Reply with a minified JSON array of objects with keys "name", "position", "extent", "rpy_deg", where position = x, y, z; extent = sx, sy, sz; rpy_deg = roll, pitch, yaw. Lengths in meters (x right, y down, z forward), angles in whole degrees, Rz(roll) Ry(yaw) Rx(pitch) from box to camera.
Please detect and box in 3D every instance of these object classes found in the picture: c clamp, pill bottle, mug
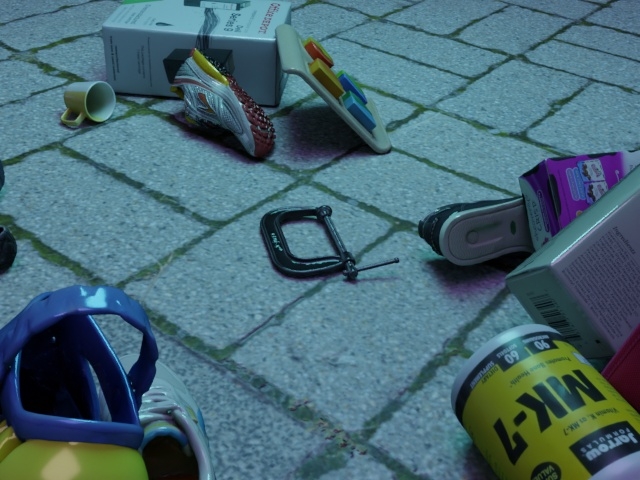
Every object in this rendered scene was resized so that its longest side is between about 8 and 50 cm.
[{"name":"c clamp","position":[0.000,0.000,0.912],"extent":[0.137,0.022,0.161],"rpy_deg":[-14,39,-16]},{"name":"pill bottle","position":[0.203,0.173,0.587],"extent":[0.119,0.119,0.208],"rpy_deg":[-11,37,-20]},{"name":"mug","position":[-0.368,-0.216,1.158],"extent":[0.064,0.062,0.078],"rpy_deg":[14,28,28]}]

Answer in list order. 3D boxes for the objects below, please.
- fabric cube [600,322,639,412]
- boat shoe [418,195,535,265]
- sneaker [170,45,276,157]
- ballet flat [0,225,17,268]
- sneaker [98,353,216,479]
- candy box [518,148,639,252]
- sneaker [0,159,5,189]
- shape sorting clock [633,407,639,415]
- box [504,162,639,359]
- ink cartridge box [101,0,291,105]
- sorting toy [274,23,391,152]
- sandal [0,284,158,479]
[{"name":"fabric cube","position":[0.437,0.071,0.582],"extent":[0.254,0.259,0.258],"rpy_deg":[-19,52,-39]},{"name":"boat shoe","position":[0.231,-0.019,0.908],"extent":[0.233,0.084,0.079],"rpy_deg":[-5,9,-21]},{"name":"sneaker","position":[-0.149,-0.195,1.138],"extent":[0.225,0.093,0.088],"rpy_deg":[49,12,32]},{"name":"ballet flat","position":[-0.426,0.013,0.823],"extent":[0.173,0.049,0.057],"rpy_deg":[-9,35,-17]},{"name":"sneaker","position":[-0.128,0.159,0.600],"extent":[0.087,0.092,0.229],"rpy_deg":[-13,37,-20]},{"name":"candy box","position":[0.358,-0.019,0.853],"extent":[0.233,0.071,0.159],"rpy_deg":[-6,78,-14]},{"name":"sneaker","position":[-0.519,-0.046,0.861],"extent":[0.131,0.112,0.319],"rpy_deg":[-17,10,30]},{"name":"shape sorting clock","position":[0.359,0.167,0.680],"extent":[0.206,0.040,0.206],"rpy_deg":[2,35,-2]},{"name":"box","position":[0.328,-0.004,0.755],"extent":[0.275,0.094,0.113],"rpy_deg":[-35,88,-18]},{"name":"ink cartridge box","position":[-0.200,-0.338,1.294],"extent":[0.289,0.121,0.211],"rpy_deg":[5,35,1]},{"name":"sorting toy","position":[0.023,-0.241,1.152],"extent":[0.208,0.038,0.193],"rpy_deg":[36,23,-28]},{"name":"sandal","position":[-0.204,0.102,0.551],"extent":[0.126,0.138,0.317],"rpy_deg":[20,-15,-39]}]
